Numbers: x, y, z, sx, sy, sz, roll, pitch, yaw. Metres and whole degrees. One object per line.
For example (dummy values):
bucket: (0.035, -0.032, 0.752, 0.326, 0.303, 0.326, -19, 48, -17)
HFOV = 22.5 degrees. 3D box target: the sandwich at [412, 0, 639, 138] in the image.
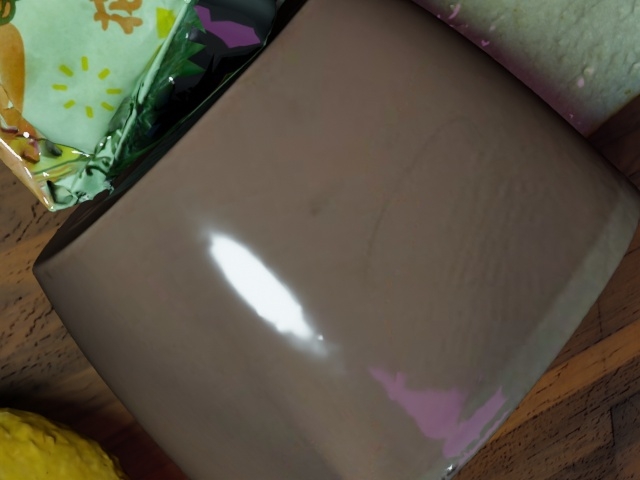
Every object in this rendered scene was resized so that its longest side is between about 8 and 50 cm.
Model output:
sandwich: (0.116, -0.172, 1.049, 0.249, 0.095, 0.273, -37, 130, -14)

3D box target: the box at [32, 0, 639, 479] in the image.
box: (0.000, 0.000, 0.896, 0.301, 0.301, 0.216, -45, 100, -8)

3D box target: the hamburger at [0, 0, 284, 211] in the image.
hamburger: (-0.084, -0.146, 0.837, 0.125, 0.214, 0.235, 27, 125, -12)

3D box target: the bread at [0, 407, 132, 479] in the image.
bread: (-0.212, 0.288, 0.904, 0.394, 0.250, 0.361, -61, 145, -48)
